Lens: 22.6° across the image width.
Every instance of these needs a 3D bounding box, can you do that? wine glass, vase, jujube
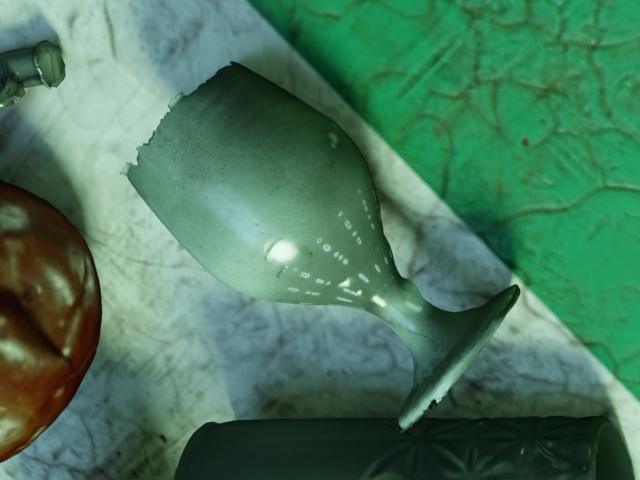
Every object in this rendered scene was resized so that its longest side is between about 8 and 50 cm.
[{"bbox_3d":[0.000,0.000,0.996,0.241,0.126,0.126,39,132,2],"label":"wine glass"},{"bbox_3d":[0.046,0.183,1.045,0.301,0.251,0.156,-10,91,24],"label":"vase"},{"bbox_3d":[-0.304,0.071,1.166,0.318,0.223,0.223,-16,109,39],"label":"jujube"}]

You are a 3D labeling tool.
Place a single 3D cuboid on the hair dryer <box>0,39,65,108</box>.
[{"bbox_3d":[-0.343,-0.061,1.122,0.361,0.301,0.121,-23,111,14],"label":"hair dryer"}]
